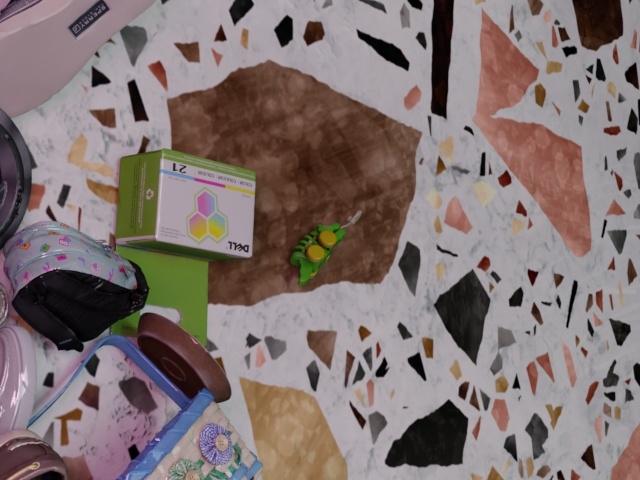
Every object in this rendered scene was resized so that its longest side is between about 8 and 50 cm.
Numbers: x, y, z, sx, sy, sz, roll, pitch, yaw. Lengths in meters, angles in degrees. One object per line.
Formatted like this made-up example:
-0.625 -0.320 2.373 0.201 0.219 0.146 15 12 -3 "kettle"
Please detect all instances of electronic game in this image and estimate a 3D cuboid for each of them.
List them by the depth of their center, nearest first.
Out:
-0.464 -0.074 1.789 0.229 0.048 0.229 -9 103 -41 "electronic game"

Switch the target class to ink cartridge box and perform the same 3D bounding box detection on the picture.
-0.194 0.014 2.045 0.189 0.097 0.255 12 76 -46 "ink cartridge box"

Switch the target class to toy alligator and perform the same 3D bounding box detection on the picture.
0.000 0.000 2.289 0.051 0.056 0.189 33 52 8 "toy alligator"

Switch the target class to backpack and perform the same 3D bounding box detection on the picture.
-0.331 0.055 1.858 0.182 0.152 0.115 32 24 -53 "backpack"

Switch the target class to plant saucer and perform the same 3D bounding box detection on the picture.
-0.195 0.169 1.968 0.029 0.168 0.168 -46 118 -27 "plant saucer"

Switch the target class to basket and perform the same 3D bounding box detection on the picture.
-0.237 0.285 1.902 0.289 0.201 0.255 37 45 -1 "basket"

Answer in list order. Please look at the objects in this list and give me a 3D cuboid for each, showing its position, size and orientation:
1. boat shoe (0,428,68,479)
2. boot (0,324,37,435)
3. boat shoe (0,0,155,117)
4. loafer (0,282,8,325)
-0.425 0.370 1.687 0.324 0.097 0.116 -48 126 -13 "boat shoe"
-0.434 0.224 1.758 0.123 0.095 0.258 17 78 -45 "boot"
-0.370 -0.296 1.895 0.340 0.158 0.127 -38 134 -14 "boat shoe"
-0.499 0.094 1.698 0.319 0.111 0.112 -12 94 -47 "loafer"
